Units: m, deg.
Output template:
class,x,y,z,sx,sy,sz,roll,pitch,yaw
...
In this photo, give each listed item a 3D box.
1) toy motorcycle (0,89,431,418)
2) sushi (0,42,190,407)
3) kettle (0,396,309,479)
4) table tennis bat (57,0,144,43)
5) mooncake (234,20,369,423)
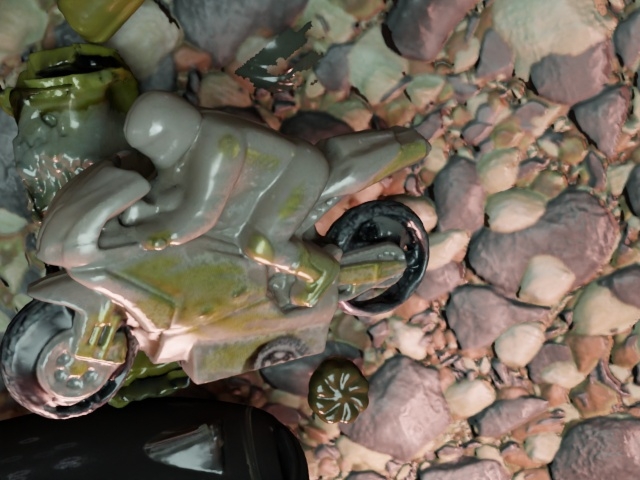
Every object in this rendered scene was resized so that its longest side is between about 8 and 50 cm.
class,x,y,z,sx,sy,sz,roll,pitch,yaw
toy motorcycle,-0.070,-0.007,0.839,0.341,0.108,0.223,-14,114,-23
sushi,-0.155,-0.012,0.915,0.139,0.131,0.291,-11,103,6
kettle,-0.146,0.243,1.011,0.290,0.207,0.268,-16,143,0
table tennis bat,-0.067,-0.251,0.828,0.321,0.050,0.198,-36,87,22
mooncake,-0.006,-0.005,0.959,0.150,0.057,0.347,-33,119,-9
